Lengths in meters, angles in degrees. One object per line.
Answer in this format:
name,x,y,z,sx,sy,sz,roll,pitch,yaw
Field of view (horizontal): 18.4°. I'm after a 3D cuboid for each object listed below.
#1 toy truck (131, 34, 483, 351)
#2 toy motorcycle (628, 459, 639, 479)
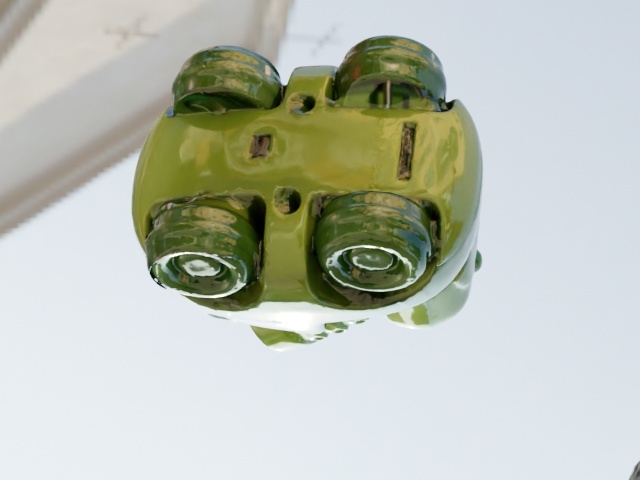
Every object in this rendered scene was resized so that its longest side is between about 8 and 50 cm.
toy truck,0.010,-0.009,1.095,0.187,0.210,0.148,-11,-127,26
toy motorcycle,0.278,0.074,0.994,0.154,0.260,0.206,45,-13,14
